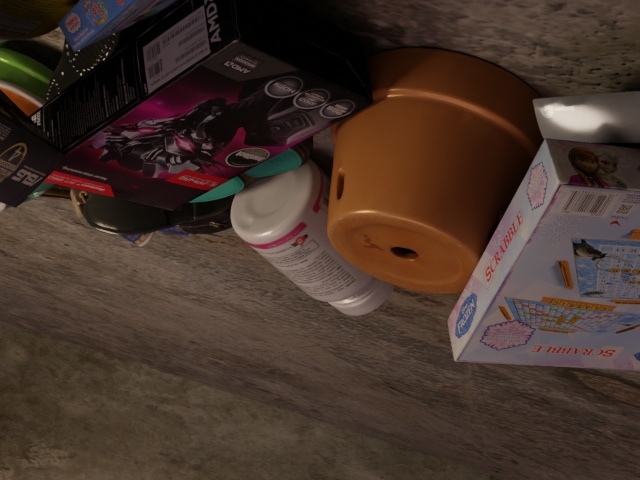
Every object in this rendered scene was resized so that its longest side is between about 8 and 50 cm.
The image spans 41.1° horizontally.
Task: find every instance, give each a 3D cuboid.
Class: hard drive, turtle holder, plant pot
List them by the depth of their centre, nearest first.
[{"bbox_3d":[0.364,-0.115,0.866,0.254,0.054,0.172,4,179,39],"label":"hard drive"},{"bbox_3d":[0.134,-0.066,1.062,0.291,0.203,0.291,17,157,7],"label":"plant pot"},{"bbox_3d":[-0.517,-0.169,1.345,0.320,0.227,0.243,2,151,36],"label":"turtle holder"}]

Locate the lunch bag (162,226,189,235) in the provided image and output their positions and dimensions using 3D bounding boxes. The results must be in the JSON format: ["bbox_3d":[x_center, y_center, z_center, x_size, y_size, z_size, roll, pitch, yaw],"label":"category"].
[{"bbox_3d":[-0.290,-0.049,1.624,0.098,0.065,0.067,10,154,23],"label":"lunch bag"}]

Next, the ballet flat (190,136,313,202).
[{"bbox_3d":[-0.117,-0.126,1.254,0.280,0.096,0.095,-11,139,35],"label":"ballet flat"}]

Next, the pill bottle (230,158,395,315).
[{"bbox_3d":[0.000,0.000,1.370,0.160,0.160,0.283,0,149,39],"label":"pill bottle"}]

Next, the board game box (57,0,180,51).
[{"bbox_3d":[-0.141,-0.268,0.851,0.160,0.211,0.039,-14,109,53],"label":"board game box"}]

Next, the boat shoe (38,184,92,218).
[{"bbox_3d":[-0.408,-0.090,1.557,0.342,0.123,0.123,15,156,13],"label":"boat shoe"}]

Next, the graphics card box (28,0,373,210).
[{"bbox_3d":[-0.151,-0.154,1.015,0.371,0.094,0.233,-24,156,34],"label":"graphics card box"}]

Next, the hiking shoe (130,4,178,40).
[{"bbox_3d":[-0.167,-0.202,1.134,0.132,0.113,0.304,8,164,0],"label":"hiking shoe"}]

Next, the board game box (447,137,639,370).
[{"bbox_3d":[0.340,0.034,0.944,0.318,0.066,0.318,5,140,-11],"label":"board game box"}]

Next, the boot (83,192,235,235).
[{"bbox_3d":[-0.243,-0.042,1.439,0.263,0.091,0.229,-6,172,-1],"label":"boot"}]

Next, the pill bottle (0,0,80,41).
[{"bbox_3d":[-0.308,-0.321,0.889,0.188,0.188,0.334,35,154,-30],"label":"pill bottle"}]

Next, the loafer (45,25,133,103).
[{"bbox_3d":[-0.312,-0.248,1.185,0.220,0.078,0.080,-38,80,44],"label":"loafer"}]

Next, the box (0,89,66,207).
[{"bbox_3d":[-0.426,-0.190,0.788,0.318,0.097,0.395,42,177,2],"label":"box"}]

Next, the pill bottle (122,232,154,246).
[{"bbox_3d":[-0.395,-0.044,1.721,0.120,0.067,0.067,36,153,-31],"label":"pill bottle"}]
